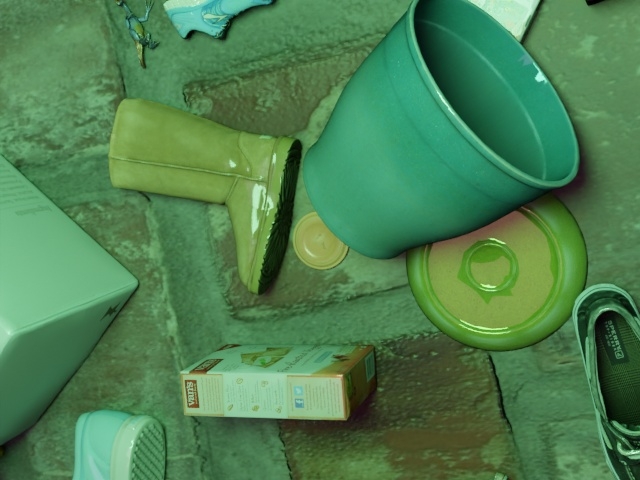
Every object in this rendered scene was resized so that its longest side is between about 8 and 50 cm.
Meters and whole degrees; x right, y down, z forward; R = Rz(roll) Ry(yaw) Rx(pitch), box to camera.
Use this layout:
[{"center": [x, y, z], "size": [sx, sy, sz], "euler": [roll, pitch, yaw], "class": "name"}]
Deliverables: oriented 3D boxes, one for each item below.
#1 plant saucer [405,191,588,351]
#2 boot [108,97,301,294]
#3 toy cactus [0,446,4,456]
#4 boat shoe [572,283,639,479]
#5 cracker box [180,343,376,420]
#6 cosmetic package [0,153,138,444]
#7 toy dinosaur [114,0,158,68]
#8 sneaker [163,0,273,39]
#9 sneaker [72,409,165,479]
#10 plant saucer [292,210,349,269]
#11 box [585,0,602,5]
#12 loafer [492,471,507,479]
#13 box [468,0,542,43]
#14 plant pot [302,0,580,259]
[{"center": [0.226, 0.033, 1.205], "size": [0.241, 0.037, 0.241], "euler": [3, 100, 18], "class": "plant saucer"}, {"center": [-0.174, -0.065, 1.301], "size": [0.269, 0.089, 0.236], "euler": [12, 91, 16], "class": "boot"}, {"center": [-0.615, 0.314, 1.458], "size": [0.112, 0.180, 0.219], "euler": [-38, 80, 40], "class": "toy cactus"}, {"center": [0.390, 0.221, 1.134], "size": [0.121, 0.119, 0.335], "euler": [-24, 92, 19], "class": "boat shoe"}, {"center": [-0.054, 0.190, 1.257], "size": [0.232, 0.156, 0.067], "euler": [-3, 97, 18], "class": "cracker box"}, {"center": [-0.555, 0.079, 1.316], "size": [0.394, 0.327, 0.329], "euler": [41, 108, 8], "class": "cosmetic package"}, {"center": [-0.273, -0.308, 1.318], "size": [0.082, 0.047, 0.090], "euler": [45, 120, 26], "class": "toy dinosaur"}, {"center": [-0.134, -0.319, 1.269], "size": [0.162, 0.063, 0.073], "euler": [-7, 114, 23], "class": "sneaker"}, {"center": [-0.333, 0.434, 1.411], "size": [0.150, 0.135, 0.366], "euler": [10, 92, 24], "class": "sneaker"}, {"center": [0.000, 0.000, 1.287], "size": [0.083, 0.013, 0.083], "euler": [3, 100, 18], "class": "plant saucer"}, {"center": [0.339, -0.317, 1.090], "size": [0.062, 0.083, 0.052], "euler": [-16, 94, 19], "class": "box"}, {"center": [0.215, 0.368, 1.257], "size": [0.039, 0.045, 0.125], "euler": [28, 109, 19], "class": "loafer"}, {"center": [0.186, -0.343, 1.162], "size": [0.207, 0.036, 0.114], "euler": [28, 106, 12], "class": "box"}, {"center": [0.123, -0.112, 1.104], "size": [0.255, 0.272, 0.271], "euler": [-39, 85, 36], "class": "plant pot"}]
